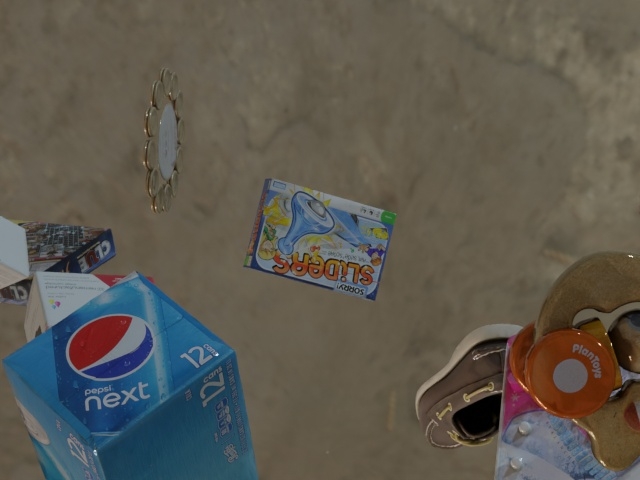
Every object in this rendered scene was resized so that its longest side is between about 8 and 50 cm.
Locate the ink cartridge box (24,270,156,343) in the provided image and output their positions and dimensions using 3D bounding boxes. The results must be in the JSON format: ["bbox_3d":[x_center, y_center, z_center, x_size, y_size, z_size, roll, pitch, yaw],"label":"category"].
[{"bbox_3d":[-0.210,0.108,1.286,0.128,0.175,0.072,4,120,-23],"label":"ink cartridge box"}]

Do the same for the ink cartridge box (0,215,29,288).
[{"bbox_3d":[-0.325,0.017,1.123,0.123,0.088,0.052,-23,61,18],"label":"ink cartridge box"}]

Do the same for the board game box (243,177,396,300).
[{"bbox_3d":[0.000,0.000,1.928,0.201,0.035,0.136,15,86,-19],"label":"board game box"}]

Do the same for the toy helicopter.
[{"bbox_3d":[0.368,0.148,1.265,0.355,0.140,0.235,44,92,0],"label":"toy helicopter"}]

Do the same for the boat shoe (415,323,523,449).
[{"bbox_3d":[0.213,0.230,1.849,0.117,0.324,0.096,4,58,-14],"label":"boat shoe"}]

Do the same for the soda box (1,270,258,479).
[{"bbox_3d":[-0.073,0.118,0.589,0.071,0.210,0.067,-35,51,-27],"label":"soda box"}]

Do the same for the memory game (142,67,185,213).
[{"bbox_3d":[-0.196,-0.125,1.656,0.012,0.186,0.186,3,81,8],"label":"memory game"}]

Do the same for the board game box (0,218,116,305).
[{"bbox_3d":[-0.424,0.026,1.798,0.243,0.165,0.042,5,117,32],"label":"board game box"}]

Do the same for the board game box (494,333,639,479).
[{"bbox_3d":[0.380,0.294,1.448,0.390,0.050,0.389,2,70,18],"label":"board game box"}]
